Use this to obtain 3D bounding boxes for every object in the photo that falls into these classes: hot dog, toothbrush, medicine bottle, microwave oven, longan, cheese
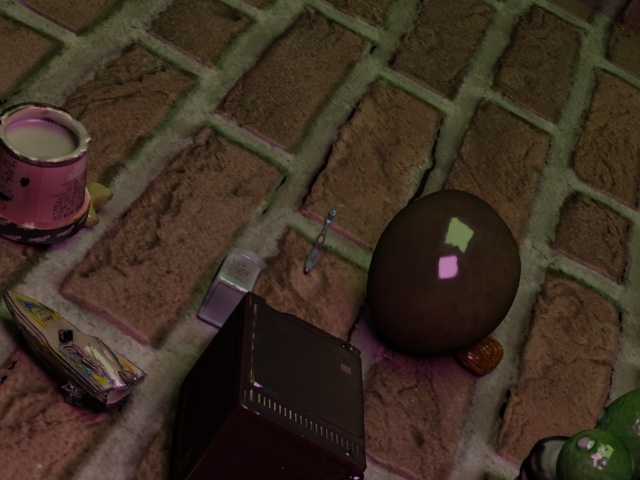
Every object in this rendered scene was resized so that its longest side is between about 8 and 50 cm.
[{"bbox_3d":[0.226,0.164,2.220,0.083,0.035,0.058,-11,47,-47],"label":"hot dog"},{"bbox_3d":[0.000,0.000,2.305,0.013,0.019,0.193,28,32,-2],"label":"toothbrush"},{"bbox_3d":[-0.117,0.058,2.061,0.055,0.074,0.118,26,30,-3],"label":"medicine bottle"},{"bbox_3d":[-0.060,0.217,1.763,0.178,0.188,0.247,26,25,-14],"label":"microwave oven"},{"bbox_3d":[0.169,0.050,2.167,0.246,0.246,0.215,-7,31,-45],"label":"longan"},{"bbox_3d":[-0.312,-0.048,2.105,0.044,0.030,0.083,13,35,1],"label":"cheese"}]

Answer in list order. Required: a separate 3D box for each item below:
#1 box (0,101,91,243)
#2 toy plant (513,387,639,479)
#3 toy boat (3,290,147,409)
[{"bbox_3d":[-0.369,-0.092,2.004,0.151,0.135,0.151,10,40,-8],"label":"box"},{"bbox_3d":[0.349,0.295,1.923,0.175,0.235,0.218,43,33,21],"label":"toy plant"},{"bbox_3d":[-0.301,0.125,1.818,0.210,0.066,0.084,38,30,18],"label":"toy boat"}]
